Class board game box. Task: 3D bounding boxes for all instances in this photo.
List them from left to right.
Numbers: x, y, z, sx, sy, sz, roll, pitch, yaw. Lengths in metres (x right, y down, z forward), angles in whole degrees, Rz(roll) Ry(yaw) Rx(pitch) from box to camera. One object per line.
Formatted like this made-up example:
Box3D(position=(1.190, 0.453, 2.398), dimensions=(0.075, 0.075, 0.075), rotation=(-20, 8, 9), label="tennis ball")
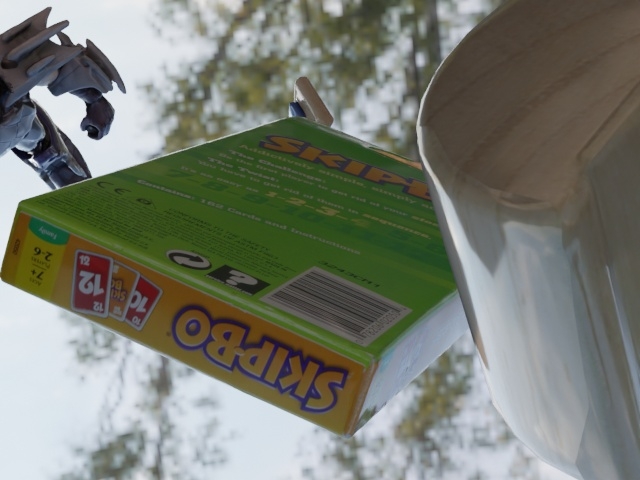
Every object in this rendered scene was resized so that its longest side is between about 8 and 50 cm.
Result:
Box3D(position=(0.000, 0.000, 0.633), dimensions=(0.124, 0.039, 0.259), rotation=(23, -160, 14), label="board game box")

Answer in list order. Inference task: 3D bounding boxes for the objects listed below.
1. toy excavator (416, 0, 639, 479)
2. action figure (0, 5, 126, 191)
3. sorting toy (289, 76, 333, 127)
Box3D(position=(0.207, 0.072, 0.223), dimensions=(0.433, 0.222, 0.445), rotation=(-7, -147, 19), label="toy excavator")
Box3D(position=(-0.218, -0.069, 1.145), dimensions=(0.185, 0.099, 0.285), rotation=(-26, 179, -6), label="action figure")
Box3D(position=(-0.005, -0.052, 1.022), dimensions=(0.012, 0.062, 0.083), rotation=(-5, -144, -19), label="sorting toy")
